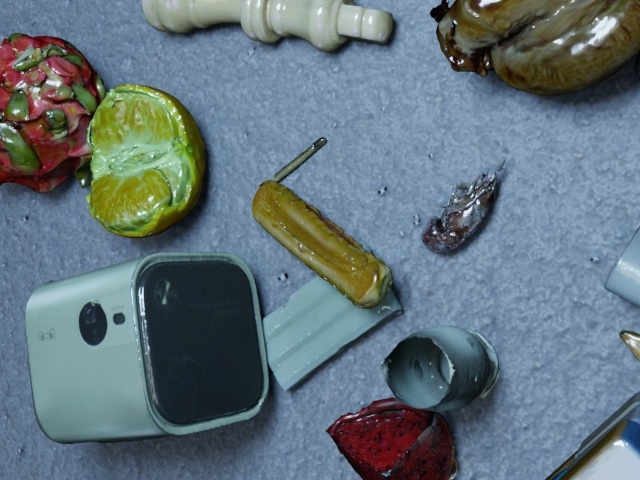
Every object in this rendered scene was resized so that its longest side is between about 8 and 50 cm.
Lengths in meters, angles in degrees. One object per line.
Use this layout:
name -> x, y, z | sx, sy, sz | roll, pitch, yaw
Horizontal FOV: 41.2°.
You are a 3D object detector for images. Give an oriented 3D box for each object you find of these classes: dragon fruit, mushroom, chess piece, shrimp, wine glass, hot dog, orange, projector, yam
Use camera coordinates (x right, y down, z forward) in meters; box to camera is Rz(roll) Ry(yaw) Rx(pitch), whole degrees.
dragon fruit -> 0.104, 0.300, 1.210 | 0.161, 0.121, 0.127 | 22, 141, 48
mushroom -> 0.281, -0.301, 1.074 | 0.283, 0.195, 0.263 | -15, 74, 8
chess piece -> -0.078, -0.354, 1.291 | 0.397, 0.117, 0.117 | 13, 94, 23
shrimp -> 0.203, -0.050, 1.179 | 0.065, 0.057, 0.165 | 39, 101, 27
wine glass -> 0.161, 0.166, 1.113 | 0.111, 0.204, 0.111 | -2, 85, 28
dragon fruit -> -0.487, -0.206, 1.405 | 0.303, 0.237, 0.231 | -23, 64, 43
hot dog -> 0.000, 0.001, 1.234 | 0.289, 0.068, 0.083 | 40, 120, 37
orange -> -0.268, -0.121, 1.340 | 0.179, 0.158, 0.237 | -7, 85, 25
projector -> -0.254, 0.159, 1.254 | 0.249, 0.248, 0.248 | -14, 82, 36
yam -> -0.032, -0.125, 1.312 | 0.107, 0.014, 0.014 | -38, 74, 19

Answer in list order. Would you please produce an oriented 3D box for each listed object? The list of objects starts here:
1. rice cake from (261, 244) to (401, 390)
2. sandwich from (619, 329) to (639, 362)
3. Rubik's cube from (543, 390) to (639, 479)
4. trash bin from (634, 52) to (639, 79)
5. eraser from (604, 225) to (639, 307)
rice cake -> 0.004, 0.115, 1.271 | 0.237, 0.043, 0.127 | -36, 75, 19
sandwich -> 0.464, 0.147, 1.042 | 0.113, 0.079, 0.163 | -40, 72, 16
Rubik's cube -> 0.353, 0.418, 0.941 | 0.346, 0.344, 0.347 | -48, 72, 17
trash bin -> 0.465, -0.185, 1.011 | 0.175, 0.175, 0.161 | -36, 65, 19
eraser -> 0.483, 0.044, 1.013 | 0.227, 0.081, 0.174 | 31, 71, 21
